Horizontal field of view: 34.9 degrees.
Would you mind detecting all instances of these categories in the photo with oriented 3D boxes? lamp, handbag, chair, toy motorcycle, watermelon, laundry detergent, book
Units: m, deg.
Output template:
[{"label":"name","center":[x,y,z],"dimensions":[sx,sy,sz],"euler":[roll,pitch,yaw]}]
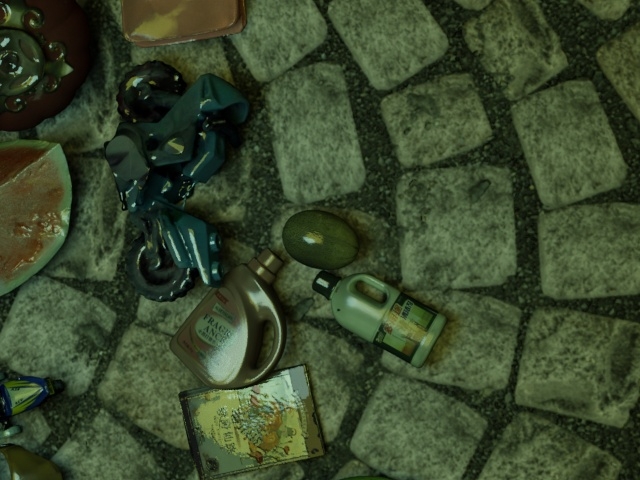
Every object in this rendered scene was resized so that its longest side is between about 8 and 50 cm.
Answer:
[{"label":"lamp","center":[-0.537,-0.330,1.704],"dimensions":[0.303,0.257,0.303],"euler":[-9,116,-19]},{"label":"handbag","center":[-0.241,-0.423,1.758],"dimensions":[0.213,0.059,0.157],"euler":[-6,87,11]},{"label":"chair","center":[-0.586,0.442,1.745],"dimensions":[0.247,0.172,0.158],"euler":[-7,85,-33]},{"label":"toy motorcycle","center":[-0.590,0.294,1.739],"dimensions":[0.315,0.169,0.113],"euler":[-20,83,10]},{"label":"watermelon","center":[-0.536,-0.058,1.748],"dimensions":[0.260,0.176,0.256],"euler":[-27,84,-8]},{"label":"toy motorcycle","center":[-0.224,-0.111,1.685],"dimensions":[0.232,0.172,0.416],"euler":[-8,78,16]},{"label":"laundry detergent","center":[-0.123,0.140,1.702],"dimensions":[0.171,0.076,0.237],"euler":[42,93,19]},{"label":"book","center":[-0.117,0.310,1.725],"dimensions":[0.231,0.026,0.157],"euler":[-14,86,10]},{"label":"laundry detergent","center":[0.090,0.115,1.674],"dimensions":[0.226,0.070,0.099],"euler":[29,101,11]}]

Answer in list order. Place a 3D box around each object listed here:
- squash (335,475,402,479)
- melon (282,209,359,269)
[{"label":"squash","center":[-0.026,0.457,1.664],"dimensions":[0.395,0.107,0.107],"euler":[-14,86,9]},{"label":"melon","center":[0.000,0.000,1.679],"dimensions":[0.131,0.098,0.098],"euler":[21,92,2]}]
